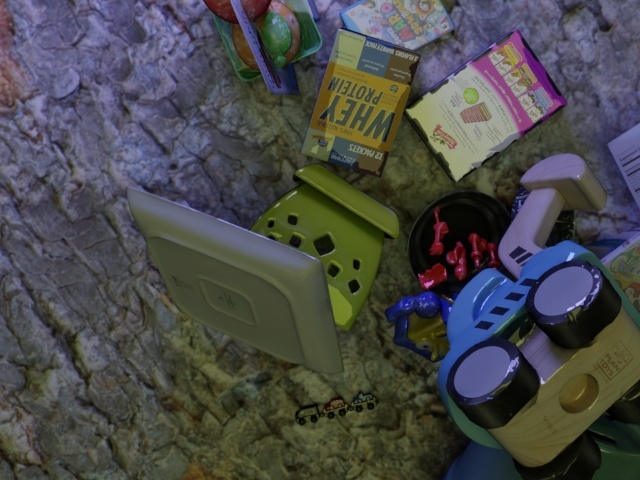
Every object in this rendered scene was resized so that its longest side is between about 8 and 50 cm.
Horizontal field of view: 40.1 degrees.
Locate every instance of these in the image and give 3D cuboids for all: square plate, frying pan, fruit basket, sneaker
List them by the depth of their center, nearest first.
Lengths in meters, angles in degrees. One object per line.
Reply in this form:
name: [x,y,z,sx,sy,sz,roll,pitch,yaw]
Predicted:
fruit basket: [-0.101,-0.383,1.357,0.165,0.353,0.327,-22,96,4]
square plate: [-0.135,0.082,1.393,0.344,0.347,0.049,20,60,20]
sneaker: [0.407,0.025,1.536,0.110,0.122,0.283,-13,75,16]
frying pan: [0.280,0.054,1.562,0.197,0.053,0.326,-35,111,1]

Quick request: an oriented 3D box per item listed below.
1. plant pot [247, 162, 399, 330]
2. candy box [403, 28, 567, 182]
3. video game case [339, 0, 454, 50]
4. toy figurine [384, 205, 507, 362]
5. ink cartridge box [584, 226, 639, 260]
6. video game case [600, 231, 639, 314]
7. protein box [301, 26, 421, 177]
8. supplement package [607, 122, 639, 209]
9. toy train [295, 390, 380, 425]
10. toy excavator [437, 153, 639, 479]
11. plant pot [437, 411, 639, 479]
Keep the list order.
plant pot: [0.000,0.000,1.475,0.228,0.227,0.207,32,89,-3]
candy box: [0.280,-0.231,1.515,0.233,0.071,0.159,-35,96,4]
video game case: [0.133,-0.382,1.525,0.166,0.015,0.119,-27,96,4]
toy figurine: [0.227,0.128,1.496,0.217,0.191,0.363,-32,136,33]
ink cartridge box: [0.566,0.050,1.511,0.191,0.082,0.139,-17,97,-19]
video game case: [0.525,0.109,1.398,0.206,0.026,0.227,-41,100,23]
protein box: [0.065,-0.232,1.441,0.136,0.200,0.201,17,104,-2]
supplement package: [0.645,-0.102,1.410,0.199,0.198,0.262,-21,81,-20]
toy train: [0.030,0.305,1.607,0.158,0.027,0.036,-13,86,2]
toy excavator: [0.316,0.076,1.278,0.433,0.445,0.222,-44,116,0]
plant pot: [0.376,0.374,1.408,0.341,0.341,0.334,16,117,-2]
